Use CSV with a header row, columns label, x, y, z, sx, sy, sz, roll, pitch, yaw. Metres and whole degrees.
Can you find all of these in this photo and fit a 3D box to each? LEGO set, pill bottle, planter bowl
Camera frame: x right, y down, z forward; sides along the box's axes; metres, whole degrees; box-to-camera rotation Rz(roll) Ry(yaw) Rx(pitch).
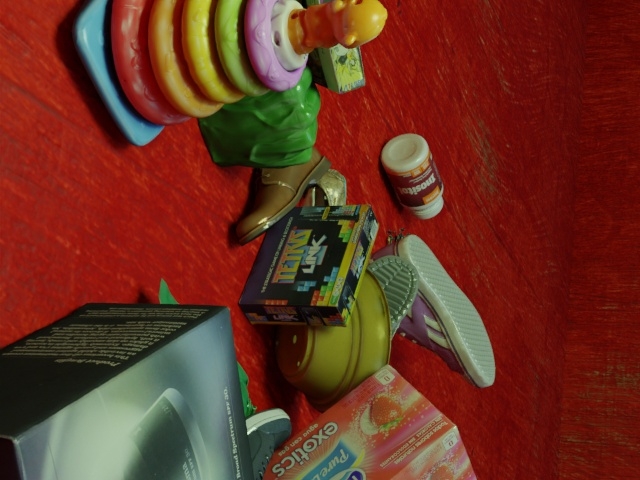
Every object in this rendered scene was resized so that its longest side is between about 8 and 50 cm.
label,x,y,z,sx,sy,sz,roll,pitch,yaw
LEGO set,0.137,0.002,1.758,0.083,0.023,0.054,35,55,-44
pill bottle,0.167,-0.109,1.741,0.152,0.086,0.086,60,38,-45
planter bowl,-0.001,0.135,1.317,0.090,0.217,0.217,8,80,-28

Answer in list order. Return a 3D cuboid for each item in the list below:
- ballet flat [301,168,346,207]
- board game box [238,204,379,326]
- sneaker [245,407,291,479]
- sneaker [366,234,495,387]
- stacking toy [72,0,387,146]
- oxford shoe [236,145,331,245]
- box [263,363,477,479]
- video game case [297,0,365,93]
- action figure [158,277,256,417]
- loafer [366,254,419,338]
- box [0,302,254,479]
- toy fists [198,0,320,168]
label,x,y,z,sx,sy,sz,roll,pitch,yaw
ballet flat,0.000,0.000,1.428,0.067,0.073,0.206,-2,88,-38
board game box,-0.013,0.030,1.290,0.048,0.141,0.170,64,34,-44
sneaker,-0.073,0.291,1.094,0.226,0.163,0.086,-27,152,-47
sneaker,0.160,0.135,1.604,0.282,0.161,0.102,56,31,-7
stacking toy,-0.073,-0.203,0.983,0.175,0.301,0.166,-69,147,-40
oxford shoe,-0.064,-0.067,1.296,0.076,0.076,0.212,48,41,-11
box,0.028,0.317,1.192,0.300,0.142,0.154,-36,132,-14
video game case,-0.032,-0.301,1.205,0.041,0.232,0.210,-22,117,-17
action figure,-0.137,0.157,1.111,0.232,0.063,0.137,48,45,-49
loafer,0.061,0.132,1.479,0.251,0.094,0.087,-56,175,-18
box,-0.199,0.238,0.844,0.294,0.182,0.296,-31,117,-60
toy fists,-0.079,-0.212,1.159,0.096,0.142,0.279,-53,135,-52
